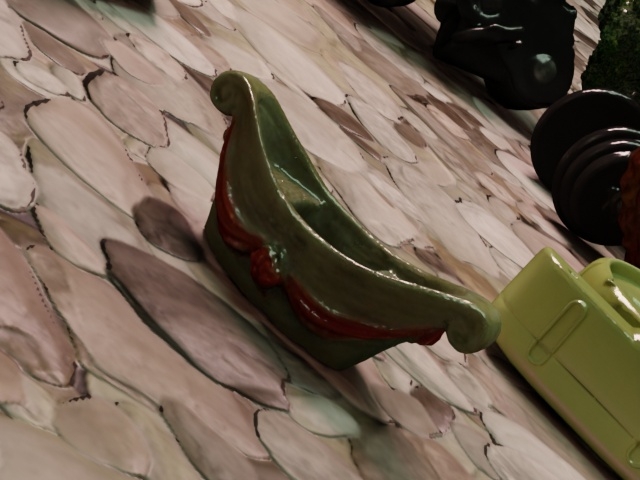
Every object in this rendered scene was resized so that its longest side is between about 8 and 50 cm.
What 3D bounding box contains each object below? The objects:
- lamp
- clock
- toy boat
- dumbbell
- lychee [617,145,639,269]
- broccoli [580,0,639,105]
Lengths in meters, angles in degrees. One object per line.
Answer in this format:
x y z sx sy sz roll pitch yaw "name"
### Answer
0.130 -0.317 1.602 0.272 0.374 0.205 14 -6 -22 "lamp"
0.199 0.079 1.094 0.170 0.069 0.232 45 17 19 "clock"
0.000 0.001 0.860 0.185 0.071 0.089 45 18 21 "toy boat"
0.218 -0.058 1.447 0.099 0.099 0.208 34 18 -19 "dumbbell"
0.334 -0.002 1.276 0.260 0.260 0.260 36 17 -13 "lychee"
0.356 -0.125 1.596 0.321 0.283 0.304 -108 173 -59 "broccoli"
